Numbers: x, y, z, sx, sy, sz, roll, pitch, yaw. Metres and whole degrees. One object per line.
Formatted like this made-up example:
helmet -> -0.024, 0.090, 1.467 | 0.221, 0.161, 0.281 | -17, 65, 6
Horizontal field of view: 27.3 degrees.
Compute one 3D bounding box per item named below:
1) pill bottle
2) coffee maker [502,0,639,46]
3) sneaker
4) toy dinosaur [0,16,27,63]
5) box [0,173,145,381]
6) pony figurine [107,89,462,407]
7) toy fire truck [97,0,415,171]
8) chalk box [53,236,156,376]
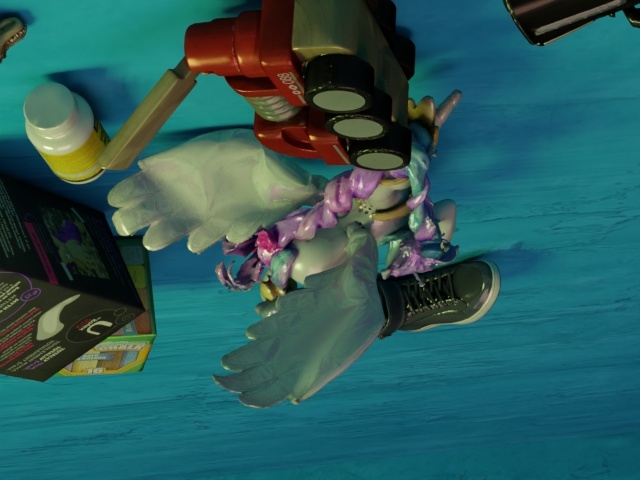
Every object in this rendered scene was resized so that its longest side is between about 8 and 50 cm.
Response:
pill bottle -> -0.240, -0.102, 1.240 | 0.065, 0.065, 0.116 | -9, 161, 3
coffee maker -> 0.221, -0.238, 1.007 | 0.178, 0.120, 0.171 | -16, 135, 19
sneaker -> 0.132, 0.082, 1.861 | 0.163, 0.086, 0.226 | 5, 158, -39
toy dinosaur -> -0.355, -0.172, 1.020 | 0.268, 0.064, 0.118 | 5, 163, -24
box -> -0.341, 0.039, 1.404 | 0.165, 0.143, 0.270 | -34, 156, 15
pony figurine -> 0.000, 0.000, 1.384 | 0.351, 0.303, 0.363 | -33, 163, -8
toy fire truck -> -0.054, -0.125, 1.160 | 0.246, 0.158, 0.217 | -1, 163, 16
chalk box -> -0.276, 0.077, 1.624 | 0.132, 0.132, 0.213 | -2, 161, -16
